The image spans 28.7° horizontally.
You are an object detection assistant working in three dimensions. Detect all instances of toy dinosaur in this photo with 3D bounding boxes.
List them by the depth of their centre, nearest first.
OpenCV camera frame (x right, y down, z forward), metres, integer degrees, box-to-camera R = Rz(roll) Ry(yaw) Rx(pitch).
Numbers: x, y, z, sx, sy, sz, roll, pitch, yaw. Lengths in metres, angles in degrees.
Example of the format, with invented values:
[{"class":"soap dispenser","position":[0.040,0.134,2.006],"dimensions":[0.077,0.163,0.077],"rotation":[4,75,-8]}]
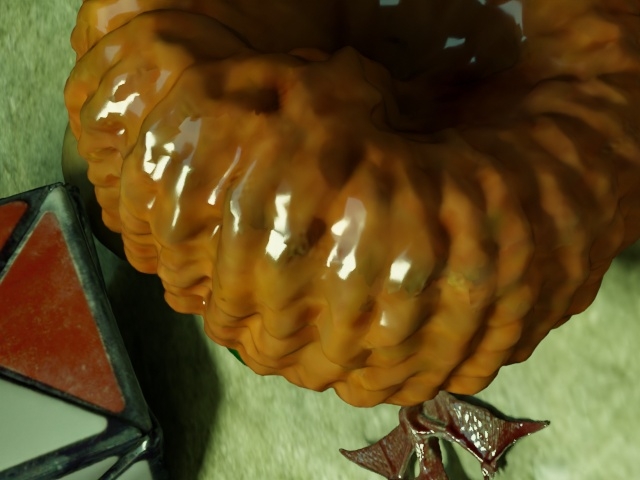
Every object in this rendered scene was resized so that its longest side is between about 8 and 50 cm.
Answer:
[{"class":"toy dinosaur","position":[0.069,0.123,0.814],"dimensions":[0.220,0.032,0.108],"rotation":[-26,71,58]}]

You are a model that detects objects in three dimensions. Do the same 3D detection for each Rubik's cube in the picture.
[{"class":"Rubik's cube","position":[-0.322,0.168,1.200],"dimensions":[0.310,0.306,0.305],"rotation":[94,153,-58]}]

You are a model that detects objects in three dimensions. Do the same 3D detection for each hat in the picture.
[{"class":"hat","position":[0.000,0.000,0.688],"dimensions":[0.400,0.285,0.285],"rotation":[105,145,-53]}]

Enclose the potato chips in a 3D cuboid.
[{"class":"potato chips","position":[-0.213,-0.069,1.243],"dimensions":[0.195,0.061,0.208],"rotation":[-58,46,47]}]
